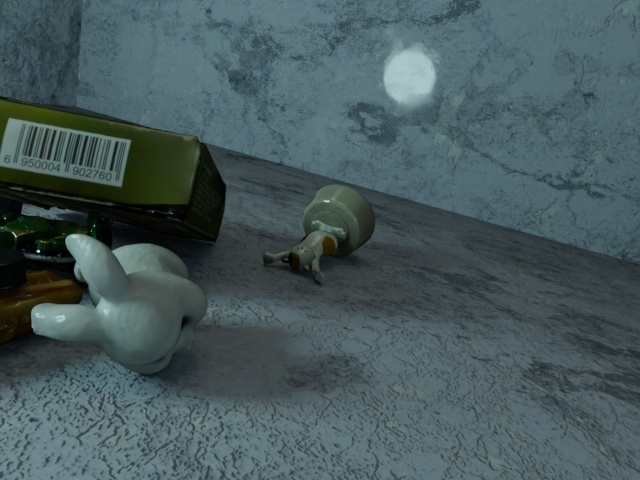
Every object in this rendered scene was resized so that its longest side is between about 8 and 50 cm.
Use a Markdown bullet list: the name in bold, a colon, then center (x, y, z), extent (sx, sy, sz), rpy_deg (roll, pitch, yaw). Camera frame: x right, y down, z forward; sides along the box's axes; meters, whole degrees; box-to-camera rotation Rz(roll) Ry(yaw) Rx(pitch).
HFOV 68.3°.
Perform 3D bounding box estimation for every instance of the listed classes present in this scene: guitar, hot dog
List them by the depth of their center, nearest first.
- **guitar**: center (-0.465, 0.042, 0.491), extent (0.271, 0.038, 0.084), rpy_deg (-7, 17, -40)
- **hot dog**: center (-0.417, 0.088, 0.540), extent (0.115, 0.072, 0.269), rpy_deg (23, 21, 32)

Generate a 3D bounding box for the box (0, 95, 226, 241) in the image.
- **box**: center (-0.381, -0.106, 0.863), extent (0.374, 0.138, 0.420), rpy_deg (11, -5, -5)

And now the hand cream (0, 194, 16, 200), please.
- **hand cream**: center (-0.732, -0.124, 1.032), extent (0.203, 0.083, 0.084), rpy_deg (9, 16, -29)

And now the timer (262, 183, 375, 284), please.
- **timer**: center (0.000, 0.000, 1.076), extent (0.176, 0.175, 0.266), rpy_deg (18, 35, 19)

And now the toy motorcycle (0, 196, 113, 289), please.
- **toy motorcycle**: center (-0.441, -0.002, 0.735), extent (0.275, 0.124, 0.187), rpy_deg (14, 4, 24)

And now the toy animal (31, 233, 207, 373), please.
- **toy animal**: center (-0.236, 0.070, 0.587), extent (0.179, 0.127, 0.193), rpy_deg (35, 3, -14)
